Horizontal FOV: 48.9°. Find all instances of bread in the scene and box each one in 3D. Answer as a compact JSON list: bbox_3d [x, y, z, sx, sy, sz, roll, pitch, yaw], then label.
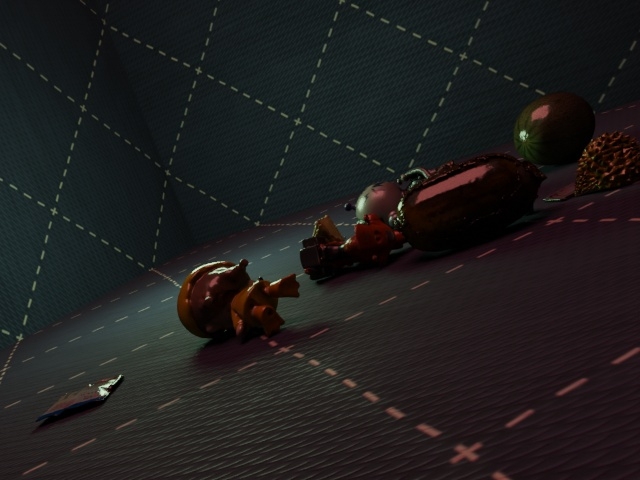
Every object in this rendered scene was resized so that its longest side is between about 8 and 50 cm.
[{"bbox_3d":[0.000,0.000,2.443,0.152,0.127,0.147,-36,2,21],"label":"bread"}]

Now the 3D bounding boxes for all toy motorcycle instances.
[{"bbox_3d":[0.085,0.024,1.958,0.325,0.148,0.221,-16,-13,21],"label":"toy motorcycle"}]

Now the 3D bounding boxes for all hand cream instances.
[{"bbox_3d":[0.733,-0.169,1.902,0.275,0.050,0.079,-29,-15,-15],"label":"hand cream"}]

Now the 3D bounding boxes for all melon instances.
[{"bbox_3d":[0.797,-0.381,2.405,0.301,0.238,0.237,-28,10,-28],"label":"melon"}]

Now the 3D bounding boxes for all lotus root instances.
[{"bbox_3d":[0.378,-0.098,1.778,0.397,0.196,0.179,-25,-20,4],"label":"lotus root"}]

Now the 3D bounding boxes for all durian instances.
[{"bbox_3d":[0.748,-0.195,1.808,0.182,0.165,0.132,2,-23,2],"label":"durian"}]

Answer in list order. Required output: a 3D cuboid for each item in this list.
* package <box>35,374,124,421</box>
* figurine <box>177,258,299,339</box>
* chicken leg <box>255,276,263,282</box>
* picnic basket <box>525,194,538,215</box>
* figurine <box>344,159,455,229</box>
[{"bbox_3d":[-0.569,0.373,1.671,0.171,0.027,0.173,-17,9,4],"label":"package"},{"bbox_3d":[-0.209,0.149,1.752,0.343,0.187,0.215,-4,30,43],"label":"figurine"},{"bbox_3d":[-0.281,0.164,2.228,0.253,0.051,0.106,-15,4,39],"label":"chicken leg"},{"bbox_3d":[0.530,-0.107,1.847,0.083,0.083,0.065,-22,2,-26],"label":"picnic basket"},{"bbox_3d":[0.276,-0.126,2.282,0.381,0.186,0.261,-23,2,20],"label":"figurine"}]
